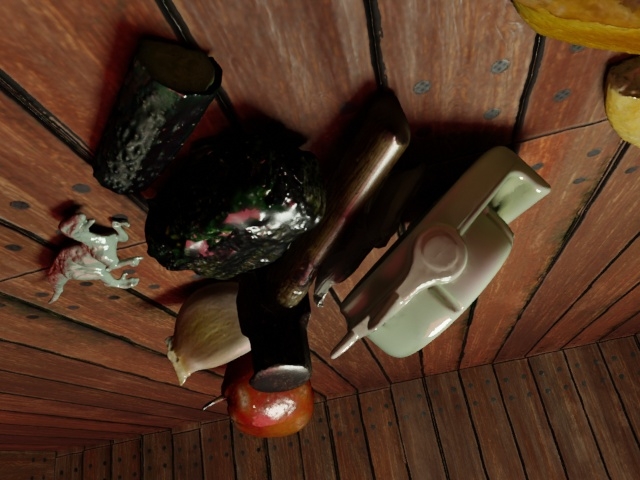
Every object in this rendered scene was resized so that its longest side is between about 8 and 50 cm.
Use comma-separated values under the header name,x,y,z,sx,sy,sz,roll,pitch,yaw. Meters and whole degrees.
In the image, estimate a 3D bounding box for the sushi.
name,x,y,z,sx,sy,sz,roll,pitch,yaw
sushi,-0.107,-0.035,0.597,0.225,0.124,0.127,-26,152,32

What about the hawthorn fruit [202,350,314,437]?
name,x,y,z,sx,sy,sz,roll,pitch,yaw
hawthorn fruit,-0.175,0.427,1.407,0.300,0.254,0.254,-15,158,-19

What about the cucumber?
name,x,y,z,sx,sy,sz,roll,pitch,yaw
cucumber,-0.171,-0.100,0.507,0.078,0.062,0.211,6,151,-33

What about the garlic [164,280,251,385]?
name,x,y,z,sx,sy,sz,roll,pitch,yaw
garlic,-0.157,0.141,0.931,0.266,0.148,0.128,-22,-176,25

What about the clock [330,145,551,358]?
name,x,y,z,sx,sy,sz,roll,pitch,yaw
clock,0.140,0.038,0.678,0.324,0.108,0.265,-44,176,-32

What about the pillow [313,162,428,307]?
name,x,y,z,sx,sy,sz,roll,pitch,yaw
pillow,0.057,-0.010,0.730,0.059,0.169,0.255,33,146,-3

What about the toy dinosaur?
name,x,y,z,sx,sy,sz,roll,pitch,yaw
toy dinosaur,-0.356,0.036,0.740,0.242,0.053,0.167,-22,152,24

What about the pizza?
name,x,y,z,sx,sy,sz,roll,pitch,yaw
pizza,0.474,-0.171,0.590,0.289,0.081,0.229,10,148,-34

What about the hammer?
name,x,y,z,sx,sy,sz,roll,pitch,yaw
hammer,0.000,0.000,0.657,0.095,0.242,0.409,11,134,-28

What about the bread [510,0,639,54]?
name,x,y,z,sx,sy,sz,roll,pitch,yaw
bread,0.270,-0.209,0.364,0.260,0.134,0.129,-25,153,29
